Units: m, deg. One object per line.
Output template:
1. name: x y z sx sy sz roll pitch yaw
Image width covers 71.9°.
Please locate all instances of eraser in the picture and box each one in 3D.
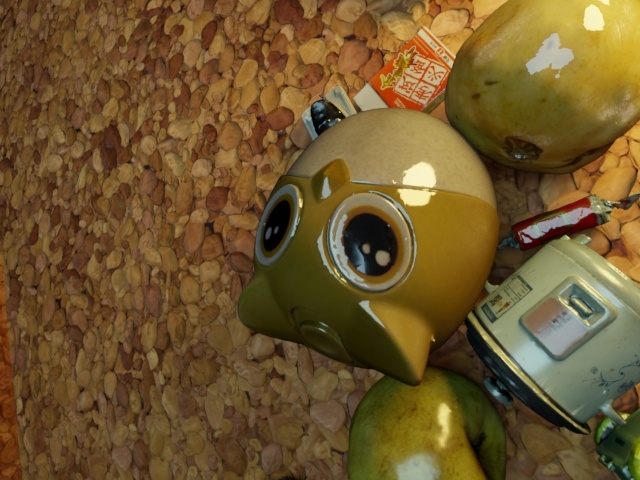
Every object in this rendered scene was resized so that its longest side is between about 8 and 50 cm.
1. eraser: 0.205 -0.357 1.028 0.230 0.038 0.157 -42 67 20

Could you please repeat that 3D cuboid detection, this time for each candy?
1. candy: 0.447 -0.031 0.835 0.292 0.086 0.059 -25 81 26

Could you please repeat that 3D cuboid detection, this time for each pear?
1. pear: 0.188 0.400 0.833 0.303 0.303 0.305 -3 84 29

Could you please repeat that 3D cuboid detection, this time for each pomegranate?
1. pomegranate: 0.387 -0.277 0.753 0.332 0.332 0.333 -3 84 29

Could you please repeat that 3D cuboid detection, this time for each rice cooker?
1. rice cooker: 0.398 0.161 0.744 0.316 0.264 0.317 -7 76 29

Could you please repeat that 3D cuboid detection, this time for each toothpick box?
1. toothpick box: 0.089 0.006 0.781 0.408 0.409 0.426 11 55 30

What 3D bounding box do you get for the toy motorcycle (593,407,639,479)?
1. toy motorcycle: 0.612 0.303 0.666 0.326 0.191 0.200 -39 71 6

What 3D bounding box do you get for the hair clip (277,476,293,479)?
1. hair clip: -0.047 0.649 1.058 0.291 0.084 0.107 13 87 25

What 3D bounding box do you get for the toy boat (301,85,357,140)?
1. toy boat: 0.043 -0.246 1.060 0.140 0.140 0.270 -33 56 23
